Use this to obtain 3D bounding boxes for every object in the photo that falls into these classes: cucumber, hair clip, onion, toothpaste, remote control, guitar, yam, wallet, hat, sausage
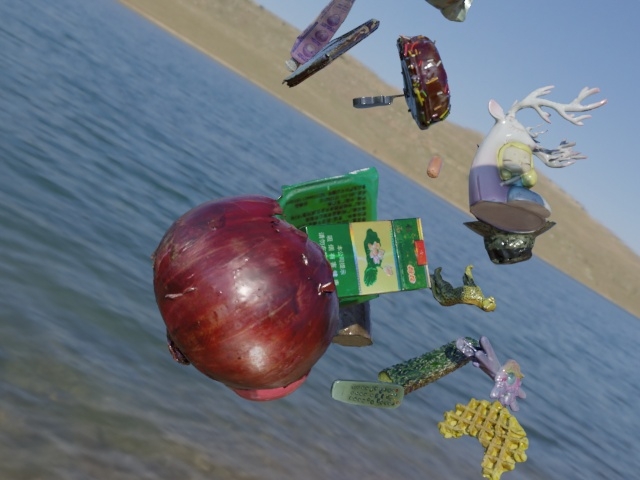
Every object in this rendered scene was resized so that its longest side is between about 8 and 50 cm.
[{"bbox_3d":[0.333,0.369,2.379,0.359,0.096,0.096,-17,37,-31],"label":"cucumber"},{"bbox_3d":[0.497,0.380,2.277,0.278,0.137,0.090,45,-31,-12],"label":"hair clip"},{"bbox_3d":[-0.105,0.074,1.094,0.276,0.276,0.276,31,7,-4],"label":"onion"},{"bbox_3d":[0.010,-0.528,1.962,0.075,0.301,0.048,13,44,-40],"label":"toothpaste"},{"bbox_3d":[0.125,0.406,2.141,0.222,0.072,0.042,12,6,-26],"label":"remote control"},{"bbox_3d":[0.211,-0.426,2.424,0.233,0.025,0.088,-3,0,16],"label":"guitar"},{"bbox_3d":[0.075,0.178,2.224,0.128,0.238,0.129,-6,-29,4],"label":"yam"},{"bbox_3d":[0.023,-0.351,1.501,0.031,0.122,0.232,56,40,-14],"label":"wallet"},{"bbox_3d":[0.540,0.005,2.288,0.266,0.128,0.265,-3,-1,0],"label":"hat"},{"bbox_3d":[0.285,-0.183,1.996,0.034,0.034,0.083,31,33,-3],"label":"sausage"}]

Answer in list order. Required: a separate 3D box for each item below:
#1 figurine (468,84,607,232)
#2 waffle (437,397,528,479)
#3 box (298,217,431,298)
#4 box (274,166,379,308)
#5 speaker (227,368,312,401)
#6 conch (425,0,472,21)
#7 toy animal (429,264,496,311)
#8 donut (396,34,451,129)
[{"bbox_3d":[0.468,-0.182,1.776,0.284,0.315,0.206,5,-21,3],"label":"figurine"},{"bbox_3d":[0.342,0.411,1.674,0.194,0.149,0.051,57,-3,47],"label":"waffle"},{"bbox_3d":[0.081,0.032,1.409,0.235,0.132,0.034,-4,-9,-27],"label":"box"},{"bbox_3d":[0.000,0.000,1.856,0.264,0.336,0.106,-12,27,-21],"label":"box"},{"bbox_3d":[-0.150,0.261,1.999,0.294,0.294,0.294,31,7,-4],"label":"speaker"},{"bbox_3d":[0.381,-0.804,2.306,0.197,0.249,0.368,37,-35,13],"label":"conch"},{"bbox_3d":[0.355,0.135,2.098,0.181,0.073,0.136,1,52,-24],"label":"toy animal"},{"bbox_3d":[0.250,-0.380,1.914,0.216,0.096,0.230,-104,179,-58],"label":"donut"}]
